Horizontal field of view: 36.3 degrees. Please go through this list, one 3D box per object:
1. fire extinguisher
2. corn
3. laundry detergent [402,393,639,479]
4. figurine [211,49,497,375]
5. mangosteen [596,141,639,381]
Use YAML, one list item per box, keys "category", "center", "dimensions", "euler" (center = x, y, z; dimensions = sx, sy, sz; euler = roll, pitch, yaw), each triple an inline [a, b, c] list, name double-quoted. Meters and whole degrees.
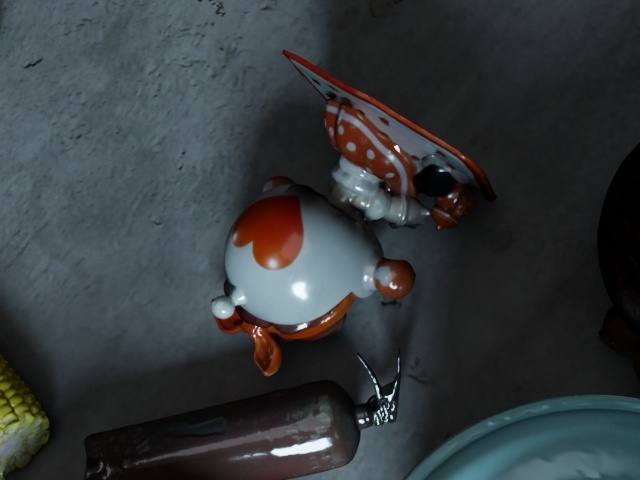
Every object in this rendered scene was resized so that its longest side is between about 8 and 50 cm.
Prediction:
- category: "fire extinguisher"
  center: [-0.057, 0.152, 0.780]
  dimensions: [0.267, 0.072, 0.089]
  euler: [-14, 104, 7]
- category: "corn"
  center: [-0.337, 0.101, 0.847]
  dimensions: [0.244, 0.093, 0.093]
  euler: [38, 83, 17]
- category: "laundry detergent"
  center: [0.165, 0.247, 0.588]
  dimensions: [0.287, 0.305, 0.287]
  euler: [-3, 72, 10]
- category: "figurine"
  center: [0.000, 0.000, 0.795]
  dimensions: [0.183, 0.160, 0.226]
  euler: [33, 91, 19]
- category: "mangosteen"
  center: [0.305, 0.026, 0.695]
  dimensions: [0.228, 0.228, 0.265]
  euler: [19, 115, 16]
